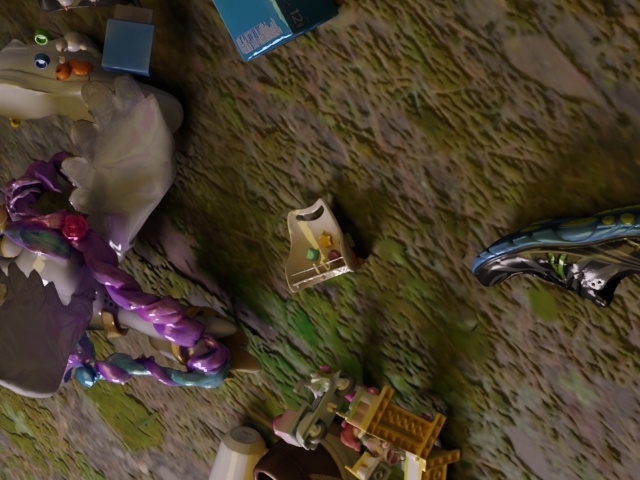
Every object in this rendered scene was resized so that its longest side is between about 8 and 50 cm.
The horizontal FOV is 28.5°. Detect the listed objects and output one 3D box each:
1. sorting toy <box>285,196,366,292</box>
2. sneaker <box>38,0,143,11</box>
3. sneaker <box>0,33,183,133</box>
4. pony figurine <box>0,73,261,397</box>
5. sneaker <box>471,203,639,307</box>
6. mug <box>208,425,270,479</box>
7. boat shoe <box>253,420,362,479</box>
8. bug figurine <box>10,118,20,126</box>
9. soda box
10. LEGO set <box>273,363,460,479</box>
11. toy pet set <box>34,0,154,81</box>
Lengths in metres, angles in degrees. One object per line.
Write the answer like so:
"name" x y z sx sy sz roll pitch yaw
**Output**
"sorting toy" 0.000 0.000 1.186 0.083 0.045 0.075 -21 92 43
"sneaker" -0.255 -0.305 1.179 0.269 0.101 0.153 33 127 17
"sneaker" -0.232 -0.164 1.261 0.212 0.094 0.080 12 148 9
"pony figurine" -0.256 0.020 1.264 0.364 0.302 0.351 18 160 27
"sneaker" 0.203 0.020 1.014 0.188 0.067 0.078 -9 101 38
"mug" -0.080 0.238 1.374 0.062 0.078 0.064 -131 46 -54
"boat shoe" 0.009 0.357 1.310 0.123 0.123 0.341 0 113 39
"bug figurine" -0.422 -0.166 1.409 0.216 0.072 0.279 57 139 8
"soda box" -0.072 -0.266 1.076 0.067 0.071 0.210 -21 99 44
"LEGO set" 0.052 0.213 1.217 0.107 0.132 0.287 22 151 48
"toy pet set" -0.210 -0.177 1.152 0.114 0.065 0.122 8 139 -6
